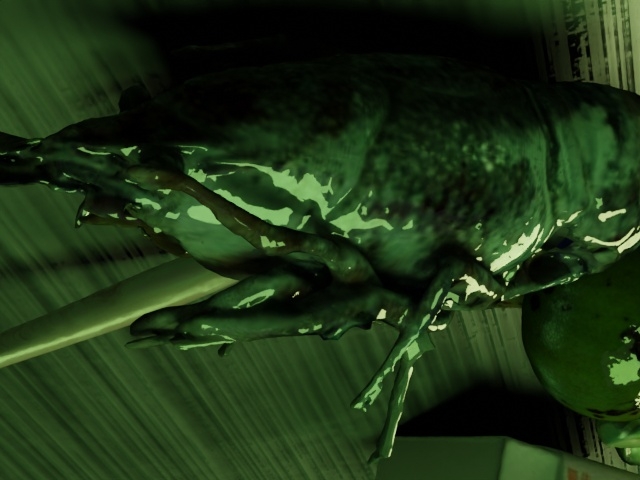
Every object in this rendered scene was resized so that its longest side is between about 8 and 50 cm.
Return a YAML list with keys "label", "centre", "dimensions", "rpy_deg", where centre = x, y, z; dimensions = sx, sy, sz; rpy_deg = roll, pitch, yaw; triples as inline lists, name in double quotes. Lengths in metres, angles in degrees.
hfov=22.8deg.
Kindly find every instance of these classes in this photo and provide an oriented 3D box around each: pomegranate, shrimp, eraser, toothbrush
- label: "pomegranate"
  centre: [0.144, 0.032, 0.852]
  dimensions: [0.161, 0.122, 0.122]
  rpy_deg: [18, 162, 29]
- label: "shrimp"
  centre: [0.002, 0.000, 0.679]
  dimensions: [0.372, 0.172, 0.137]
  rpy_deg: [-8, 155, -19]
- label: "eraser"
  centre: [0.152, 0.181, 1.085]
  dimensions: [0.210, 0.068, 0.124]
  rpy_deg: [21, 163, -37]
- label: "toothbrush"
  centre: [-0.154, 0.051, 0.798]
  dimensions: [0.307, 0.025, 0.029]
  rpy_deg: [-22, 140, -7]

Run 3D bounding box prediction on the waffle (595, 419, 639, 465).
- label: "waffle"
  centre: [0.350, 0.099, 1.061]
  dimensions: [0.292, 0.056, 0.309]
  rpy_deg: [-29, 145, 28]
